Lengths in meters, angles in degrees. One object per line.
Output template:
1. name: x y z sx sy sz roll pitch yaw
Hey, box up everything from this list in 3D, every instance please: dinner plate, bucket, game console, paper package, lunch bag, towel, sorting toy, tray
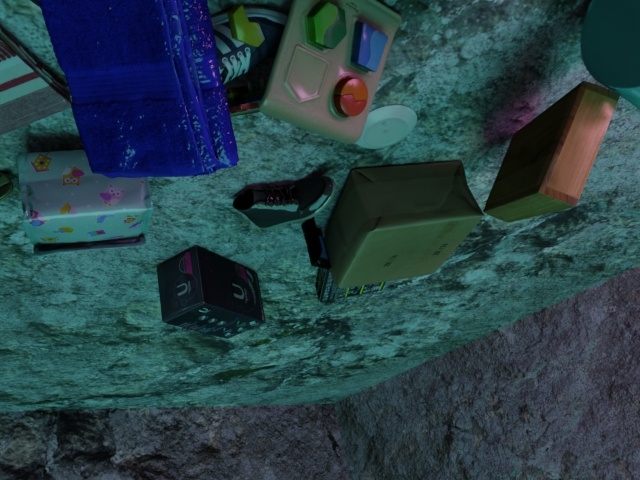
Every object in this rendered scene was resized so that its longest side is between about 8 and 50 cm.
1. dinner plate: 0.136 -0.232 1.264 0.141 0.017 0.141 -12 152 -6
2. bucket: 0.594 -0.345 1.005 0.183 0.281 0.281 8 146 -31
3. game console: 0.000 0.000 1.526 0.071 0.122 0.107 -31 149 32
4. paper package: 0.193 -0.033 1.514 0.310 0.168 0.325 -8 152 -17
5. lunch bag: -0.442 -0.061 1.149 0.224 0.160 0.262 -7 164 -23
6. towel: -0.549 -0.255 0.846 0.237 0.037 0.329 -17 152 10
7. sorting toy: -0.112 -0.241 1.018 0.132 0.046 0.274 -4 -167 33
8. sorting toy: -0.009 -0.287 0.919 0.307 0.041 0.229 12 104 -43
9. towel: -0.241 -0.228 0.774 0.228 0.076 0.308 -2 115 14
10. tray: 0.434 -0.154 1.200 0.076 0.202 0.411 22 179 2

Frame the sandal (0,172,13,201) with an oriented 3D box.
1. sandal: -0.652 -0.077 1.120 0.180 0.072 0.049 -18 175 -2

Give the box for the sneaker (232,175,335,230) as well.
1. sneaker: -0.081 -0.092 1.349 0.222 0.083 0.118 -25 151 23

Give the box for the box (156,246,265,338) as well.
1. box: -0.288 0.148 1.621 0.143 0.165 0.270 -25 152 21

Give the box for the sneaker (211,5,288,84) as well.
1. sneaker: -0.160 -0.258 0.903 0.282 0.153 0.099 -8 153 -13

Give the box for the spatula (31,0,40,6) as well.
1. spatula: -0.431 -0.363 0.695 0.084 0.030 0.296 -28 151 21

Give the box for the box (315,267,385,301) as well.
1. box: 0.103 0.095 1.839 0.216 0.060 0.270 -10 154 -10
